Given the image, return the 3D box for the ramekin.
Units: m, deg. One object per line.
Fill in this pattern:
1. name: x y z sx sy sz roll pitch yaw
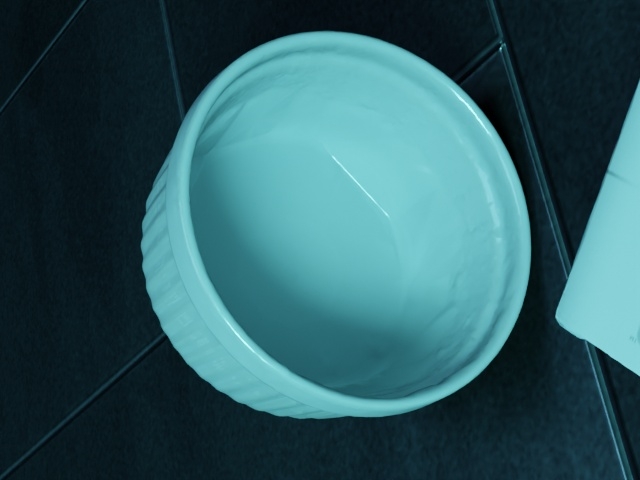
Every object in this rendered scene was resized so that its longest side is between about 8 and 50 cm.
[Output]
1. ramekin: 0.000 0.000 0.849 0.109 0.207 0.207 -32 59 59

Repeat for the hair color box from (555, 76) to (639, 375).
1. hair color box: 0.233 -0.086 0.602 0.174 0.105 0.347 38 115 51
